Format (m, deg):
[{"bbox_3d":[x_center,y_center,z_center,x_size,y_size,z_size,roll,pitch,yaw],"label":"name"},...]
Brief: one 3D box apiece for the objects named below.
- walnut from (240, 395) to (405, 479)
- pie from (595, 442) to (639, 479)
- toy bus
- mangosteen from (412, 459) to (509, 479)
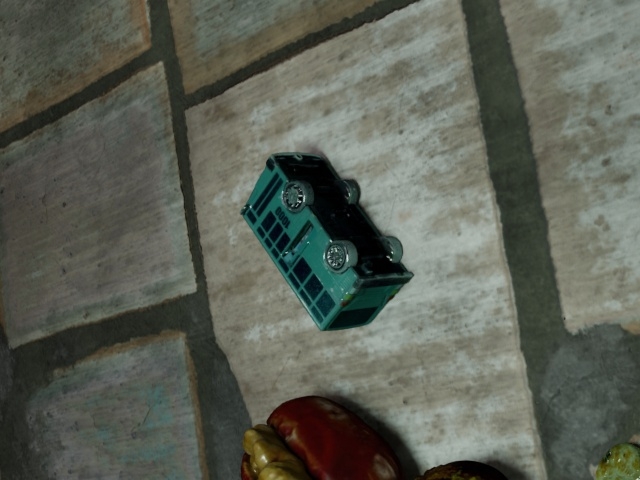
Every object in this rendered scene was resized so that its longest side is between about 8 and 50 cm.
[{"bbox_3d":[-0.010,0.349,1.563,0.269,0.243,0.222,41,105,38],"label":"walnut"},{"bbox_3d":[0.365,0.284,1.352,0.085,0.017,0.085,-46,32,41],"label":"pie"},{"bbox_3d":[0.000,0.000,1.643,0.256,0.128,0.147,54,125,27],"label":"toy bus"},{"bbox_3d":[0.189,0.393,1.437,0.192,0.192,0.217,-37,89,36],"label":"mangosteen"}]
